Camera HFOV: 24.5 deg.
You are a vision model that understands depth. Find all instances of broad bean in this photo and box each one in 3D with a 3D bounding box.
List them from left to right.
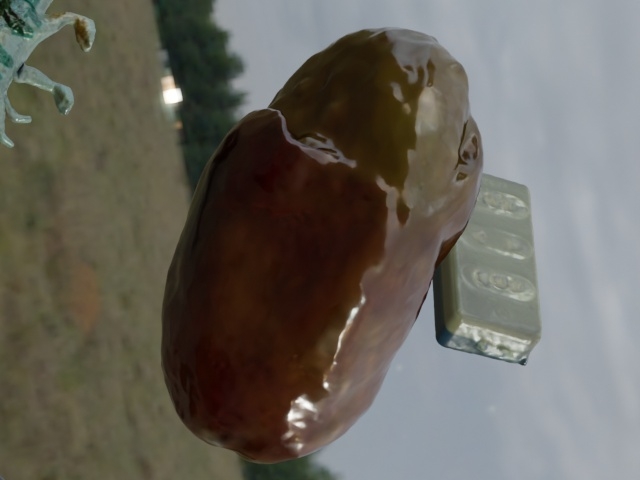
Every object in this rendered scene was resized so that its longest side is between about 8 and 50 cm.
[{"bbox_3d":[-0.002,0.000,0.734,0.228,0.122,0.156,-66,-162,13],"label":"broad bean"}]

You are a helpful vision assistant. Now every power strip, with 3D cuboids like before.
[{"bbox_3d":[0.092,0.013,0.832,0.032,0.056,0.123,119,-20,-44],"label":"power strip"}]

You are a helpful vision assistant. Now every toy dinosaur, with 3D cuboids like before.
[{"bbox_3d":[-0.189,-0.128,0.869,0.044,0.106,0.187,-1,-96,59],"label":"toy dinosaur"}]

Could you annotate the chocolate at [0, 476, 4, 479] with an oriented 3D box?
[{"bbox_3d":[-0.309,0.211,1.180,0.072,0.147,0.070,-52,-131,32],"label":"chocolate"}]
